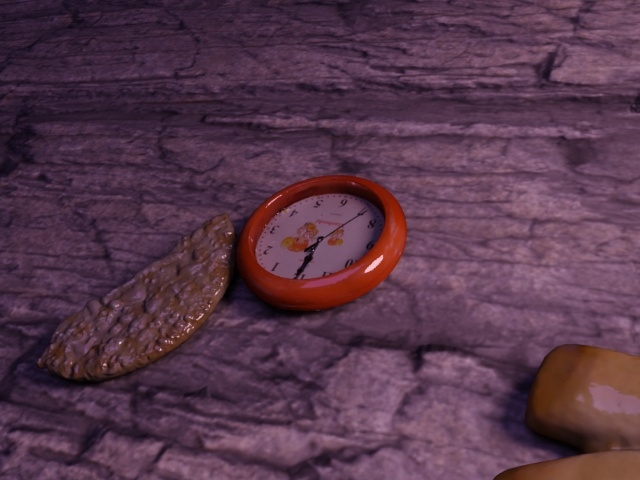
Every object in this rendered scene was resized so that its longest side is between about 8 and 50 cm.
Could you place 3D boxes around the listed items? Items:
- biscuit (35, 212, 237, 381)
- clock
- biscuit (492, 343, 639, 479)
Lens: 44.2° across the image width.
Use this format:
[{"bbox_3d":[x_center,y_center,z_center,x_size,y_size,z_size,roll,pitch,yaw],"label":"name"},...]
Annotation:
[{"bbox_3d":[-0.197,0.084,0.933,0.290,0.038,0.141,-36,44,-13],"label":"biscuit"},{"bbox_3d":[0.000,0.000,0.929,0.205,0.051,0.205,-11,43,10],"label":"clock"},{"bbox_3d":[0.280,0.197,0.599,0.291,0.062,0.237,14,52,32],"label":"biscuit"}]
